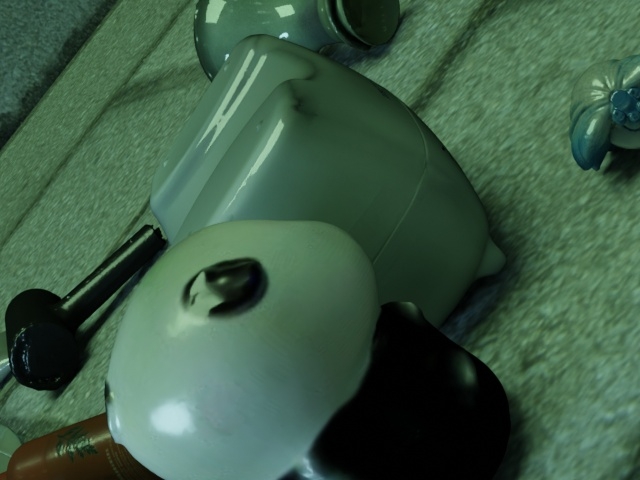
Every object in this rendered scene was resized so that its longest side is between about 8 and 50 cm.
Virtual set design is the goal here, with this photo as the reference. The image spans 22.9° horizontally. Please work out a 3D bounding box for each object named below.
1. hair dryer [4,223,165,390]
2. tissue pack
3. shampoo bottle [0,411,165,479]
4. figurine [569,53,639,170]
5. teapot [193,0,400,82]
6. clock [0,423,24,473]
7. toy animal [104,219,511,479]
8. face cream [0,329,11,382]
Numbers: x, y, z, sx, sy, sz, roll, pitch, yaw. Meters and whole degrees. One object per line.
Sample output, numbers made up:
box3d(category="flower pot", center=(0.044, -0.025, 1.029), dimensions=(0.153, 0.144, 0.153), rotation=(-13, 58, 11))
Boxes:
box3d(category="hair dryer", center=(-0.297, 0.072, 2.024), dimensions=(0.251, 0.089, 0.197), rotation=(-40, 17, -3))
box3d(category="tissue pack", center=(0.003, -0.023, 1.329), dimensions=(0.229, 0.236, 0.333), rotation=(-56, 18, 10))
box3d(category="shampoo bottle", center=(-0.244, 0.223, 1.525), dimensions=(0.244, 0.085, 0.085), rotation=(-23, 29, 23))
box3d(category="figurine", center=(0.233, -0.100, 1.218), dimensions=(0.114, 0.079, 0.114), rotation=(-50, -18, -23))
box3d(category="teapot", center=(-0.028, -0.264, 1.936), dimensions=(0.250, 0.183, 0.183), rotation=(-9, 42, 43))
box3d(category="clock", center=(-0.389, 0.301, 1.736), dimensions=(0.231, 0.103, 0.144), rotation=(-69, 5, -52))
box3d(category="toy animal", center=(-0.014, 0.100, 1.081), dimensions=(0.212, 0.266, 0.212), rotation=(-46, 15, 17))
box3d(category="face cream", center=(-0.528, 0.235, 2.208), dimensions=(0.314, 0.089, 0.143), rotation=(-40, 19, -8))
